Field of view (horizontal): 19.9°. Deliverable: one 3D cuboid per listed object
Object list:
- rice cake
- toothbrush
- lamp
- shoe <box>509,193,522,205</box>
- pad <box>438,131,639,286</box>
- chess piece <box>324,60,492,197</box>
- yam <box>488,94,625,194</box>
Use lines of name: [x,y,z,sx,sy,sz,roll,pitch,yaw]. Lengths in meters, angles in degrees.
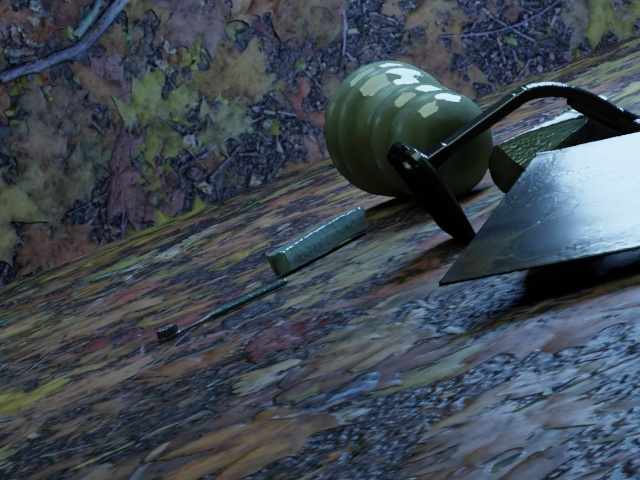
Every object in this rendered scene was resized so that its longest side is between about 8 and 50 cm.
rice cake: [0.000,0.001,2.172,0.029,0.033,0.171,-20,6,45]
toothbrush: [-0.107,0.074,1.998,0.167,0.014,0.011,-24,24,-25]
lamp: [0.207,-0.106,1.915,0.283,0.124,0.203,-22,12,-8]
shoe: [0.231,-0.036,1.596,0.099,0.071,0.169,-15,13,28]
pad: [0.295,-0.052,1.439,0.367,0.007,0.247,-12,21,32]
chess piece: [0.125,-0.131,2.315,0.182,0.182,0.330,-22,12,-9]
yam: [0.268,-0.108,2.045,0.169,0.068,0.068,-25,7,-30]
